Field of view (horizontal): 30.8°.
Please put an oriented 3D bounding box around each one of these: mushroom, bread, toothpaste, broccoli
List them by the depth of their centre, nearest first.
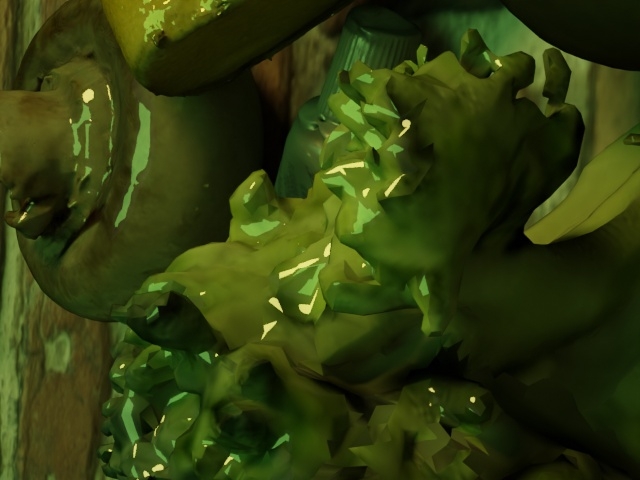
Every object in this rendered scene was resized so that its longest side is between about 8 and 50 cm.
[{"bbox_3d":[0.085,0.074,0.464,0.293,0.348,0.281,42,90,0],"label":"broccoli"},{"bbox_3d":[-0.008,-0.170,0.619,0.246,0.102,0.094,-30,70,17],"label":"bread"},{"bbox_3d":[0.000,-0.001,0.687,0.099,0.069,0.282,-102,26,-61],"label":"toothpaste"},{"bbox_3d":[-0.139,-0.061,0.761,0.226,0.178,0.226,-23,62,53],"label":"mushroom"}]

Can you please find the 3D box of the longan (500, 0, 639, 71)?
[{"bbox_3d":[0.137,-0.144,0.438,0.189,0.189,0.189,-4,85,50],"label":"longan"}]
